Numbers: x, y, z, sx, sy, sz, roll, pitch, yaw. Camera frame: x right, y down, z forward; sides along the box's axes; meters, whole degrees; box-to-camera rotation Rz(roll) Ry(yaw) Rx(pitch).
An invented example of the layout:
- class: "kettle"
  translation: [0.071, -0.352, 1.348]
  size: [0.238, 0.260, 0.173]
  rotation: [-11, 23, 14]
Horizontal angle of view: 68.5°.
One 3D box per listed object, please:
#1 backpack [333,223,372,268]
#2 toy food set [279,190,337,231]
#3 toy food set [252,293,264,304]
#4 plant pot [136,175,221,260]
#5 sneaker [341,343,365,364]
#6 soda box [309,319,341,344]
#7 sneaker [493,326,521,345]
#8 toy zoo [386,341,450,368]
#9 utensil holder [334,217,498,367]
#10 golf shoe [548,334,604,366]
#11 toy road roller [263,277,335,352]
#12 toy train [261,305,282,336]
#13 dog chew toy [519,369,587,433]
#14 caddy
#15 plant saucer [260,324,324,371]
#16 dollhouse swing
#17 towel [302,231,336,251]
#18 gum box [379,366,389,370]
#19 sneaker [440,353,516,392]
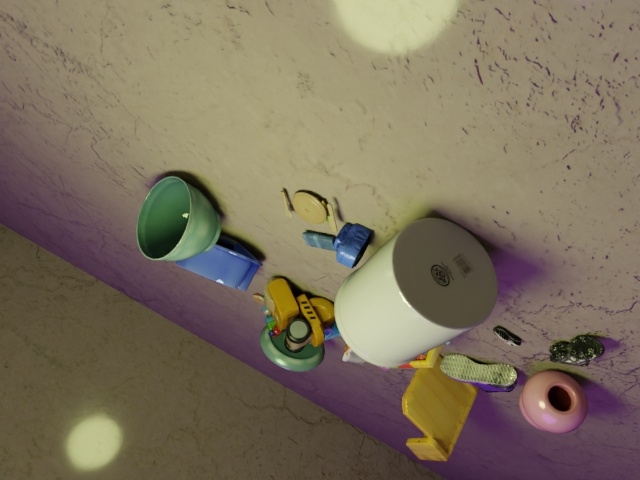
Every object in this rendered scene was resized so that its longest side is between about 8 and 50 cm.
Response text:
- class: "backpack"
  translation: [0.090, 0.020, 1.439]
  size: [0.101, 0.120, 0.098]
  rotation: [22, 151, 9]
- class: "toy food set"
  translation: [-0.030, -0.101, 1.441]
  size: [0.192, 0.039, 0.132]
  rotation: [18, 143, 26]
- class: "toy food set"
  translation: [-0.294, 0.286, 2.287]
  size: [0.083, 0.020, 0.082]
  rotation: [-7, 136, 46]
- class: "plant pot"
  translation: [-0.481, -0.057, 1.668]
  size: [0.293, 0.293, 0.196]
  rotation: [2, 169, 37]
- class: "sneaker"
  translation: [0.174, 0.488, 2.108]
  size: [0.121, 0.099, 0.262]
  rotation: [18, 153, 5]
- class: "soda box"
  translation: [0.012, 0.405, 2.125]
  size: [0.210, 0.071, 0.067]
  rotation: [-25, 124, 38]
- class: "sneaker"
  translation: [0.618, 0.326, 1.577]
  size: [0.109, 0.040, 0.043]
  rotation: [33, 152, -10]
- class: "toy zoo"
  translation: [0.355, 0.373, 1.713]
  size: [0.030, 0.192, 0.293]
  rotation: [38, 150, -18]
- class: "utensil holder"
  translation: [0.251, 0.156, 1.321]
  size: [0.327, 0.328, 0.385]
  rotation: [29, 150, -3]
- class: "golf shoe"
  translation: [0.797, 0.340, 1.432]
  size: [0.093, 0.077, 0.198]
  rotation: [20, 159, -10]
- class: "toy road roller"
  translation: [-0.079, 0.298, 2.001]
  size: [0.330, 0.240, 0.202]
  rotation: [59, 159, 21]
- class: "toy train"
  translation: [-0.139, 0.335, 2.152]
  size: [0.144, 0.247, 0.105]
  rotation: [66, 158, 12]
- class: "dog chew toy"
  translation: [0.813, 0.589, 1.690]
  size: [0.206, 0.207, 0.332]
  rotation: [18, 158, 16]
- class: "caddy"
  translation: [-0.401, 0.068, 1.872]
  size: [0.341, 0.179, 0.241]
  rotation: [20, 173, 11]
- class: "plant saucer"
  translation: [-0.124, 0.471, 2.195]
  size: [0.317, 0.318, 0.044]
  rotation: [24, 121, 5]
- class: "dollhouse swing"
  translation: [0.451, 0.692, 2.003]
  size: [0.305, 0.347, 0.315]
  rotation: [38, 151, -1]
- class: "towel"
  translation: [0.000, 0.000, 1.576]
  size: [0.119, 0.029, 0.067]
  rotation: [12, 148, 27]
- class: "gum box"
  translation: [0.293, 0.533, 2.154]
  size: [0.107, 0.062, 0.188]
  rotation: [28, 151, -2]
- class: "sneaker"
  translation: [0.623, 0.542, 1.855]
  size: [0.293, 0.102, 0.146]
  rotation: [6, 146, 33]
